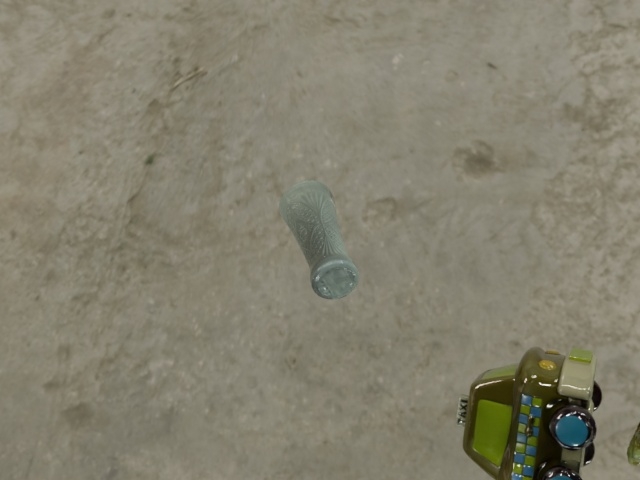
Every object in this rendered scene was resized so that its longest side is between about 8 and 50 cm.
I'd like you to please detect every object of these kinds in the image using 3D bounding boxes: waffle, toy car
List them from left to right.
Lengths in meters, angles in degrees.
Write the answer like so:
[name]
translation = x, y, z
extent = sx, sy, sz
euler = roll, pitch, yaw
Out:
[toy car]
translation = 0.295, 0.272, 1.160
extent = 0.198, 0.204, 0.247
euler = 8, 97, 21
[waffle]
translation = 0.486, 0.228, 1.137
extent = 0.036, 0.183, 0.169
euler = 30, 136, 21

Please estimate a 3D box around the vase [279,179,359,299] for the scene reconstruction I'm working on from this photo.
[vase]
translation = 0.000, 0.000, 1.289
extent = 0.096, 0.219, 0.096
euler = -8, 127, -10
